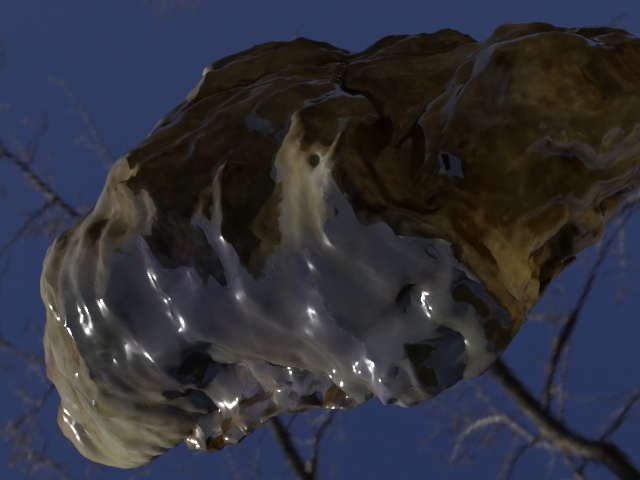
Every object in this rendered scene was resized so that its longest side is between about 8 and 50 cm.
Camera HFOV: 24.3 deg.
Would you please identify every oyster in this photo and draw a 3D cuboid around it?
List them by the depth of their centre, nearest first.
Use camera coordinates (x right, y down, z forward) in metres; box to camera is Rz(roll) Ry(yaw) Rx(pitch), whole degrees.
[{"bbox_3d":[-0.001,0.004,0.587,0.110,0.341,0.166,-31,-74,-57],"label":"oyster"}]
